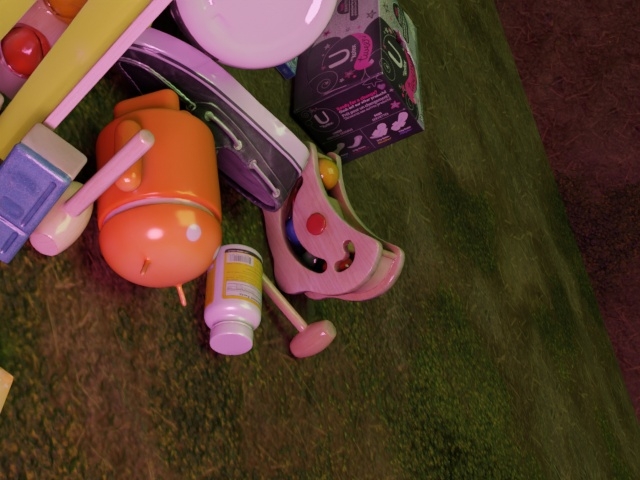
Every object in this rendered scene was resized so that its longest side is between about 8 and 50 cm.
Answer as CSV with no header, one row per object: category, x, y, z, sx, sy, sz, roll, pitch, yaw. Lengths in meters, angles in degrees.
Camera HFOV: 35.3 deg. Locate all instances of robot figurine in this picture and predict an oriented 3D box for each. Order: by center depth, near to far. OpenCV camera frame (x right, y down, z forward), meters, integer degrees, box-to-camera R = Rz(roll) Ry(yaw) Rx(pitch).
robot figurine,-0.164,-0.046,1.030,0.128,0.158,0.219,5,59,-23

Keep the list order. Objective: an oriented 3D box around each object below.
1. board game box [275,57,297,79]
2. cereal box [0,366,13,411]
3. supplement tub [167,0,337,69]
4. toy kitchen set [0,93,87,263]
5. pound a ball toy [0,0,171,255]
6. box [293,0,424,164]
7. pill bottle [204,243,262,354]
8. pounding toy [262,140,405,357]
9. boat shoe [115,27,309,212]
board game box,-0.067,-0.307,1.536,0.090,0.020,0.090,48,31,-35
cereal box,-0.319,0.145,0.681,0.173,0.047,0.240,50,32,-32
supplement tub,-0.104,-0.333,1.197,0.193,0.193,0.316,52,4,-29
toy kitchen set,-0.325,-0.049,0.785,0.207,0.122,0.166,37,35,-13
pound a ball toy,-0.208,-0.159,0.874,0.208,0.319,0.136,40,35,-18
box,0.060,-0.273,1.586,0.142,0.163,0.247,45,34,-41
pill bottle,-0.099,0.068,1.137,0.065,0.065,0.116,42,37,-42
pounding toy,0.000,0.000,1.274,0.155,0.154,0.270,18,54,-58
boat shoe,-0.141,-0.137,1.183,0.301,0.108,0.102,38,68,-37
